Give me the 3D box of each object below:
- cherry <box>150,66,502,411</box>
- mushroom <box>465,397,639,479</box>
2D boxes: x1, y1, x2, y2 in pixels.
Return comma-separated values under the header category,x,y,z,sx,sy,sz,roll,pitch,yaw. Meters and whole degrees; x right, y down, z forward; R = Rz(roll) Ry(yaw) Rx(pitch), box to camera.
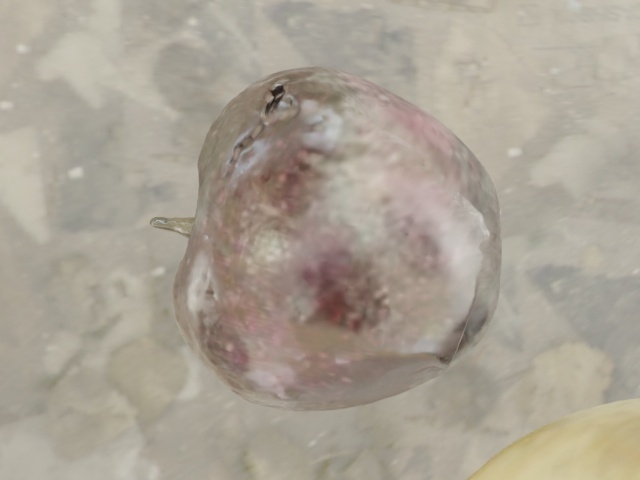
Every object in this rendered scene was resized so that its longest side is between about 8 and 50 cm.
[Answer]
category,x,y,z,sx,sy,sz,roll,pitch,yaw
cherry,0.010,0.001,1.038,0.195,0.195,0.195,1,95,17
mushroom,0.101,0.236,0.605,0.353,0.353,0.325,18,128,15
